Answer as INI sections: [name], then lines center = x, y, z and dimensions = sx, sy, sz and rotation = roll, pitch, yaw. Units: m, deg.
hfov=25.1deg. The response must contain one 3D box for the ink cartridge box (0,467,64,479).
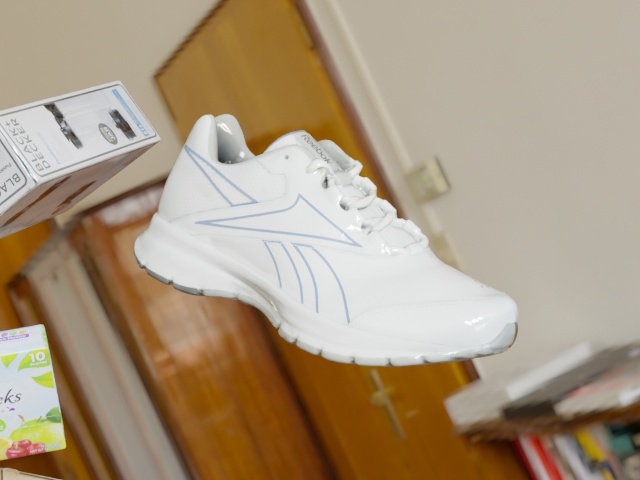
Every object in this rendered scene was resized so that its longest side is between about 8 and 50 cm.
[ink cartridge box]
center = -0.273, 0.280, 1.297
dimensions = 0.193, 0.088, 0.235
rotation = -18, -27, 30

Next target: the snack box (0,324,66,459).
[snack box]
center = -0.274, 0.125, 1.108
dimensions = 0.141, 0.100, 0.037
rotation = -10, 31, -10

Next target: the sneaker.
[sneaker]
center = 0.000, 0.000, 0.960
dimensions = 0.297, 0.129, 0.111
rotation = 21, 13, 29

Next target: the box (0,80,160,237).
[box]
center = -0.314, -0.079, 1.562
dimensions = 0.169, 0.087, 0.290
rotation = -34, 0, 24
